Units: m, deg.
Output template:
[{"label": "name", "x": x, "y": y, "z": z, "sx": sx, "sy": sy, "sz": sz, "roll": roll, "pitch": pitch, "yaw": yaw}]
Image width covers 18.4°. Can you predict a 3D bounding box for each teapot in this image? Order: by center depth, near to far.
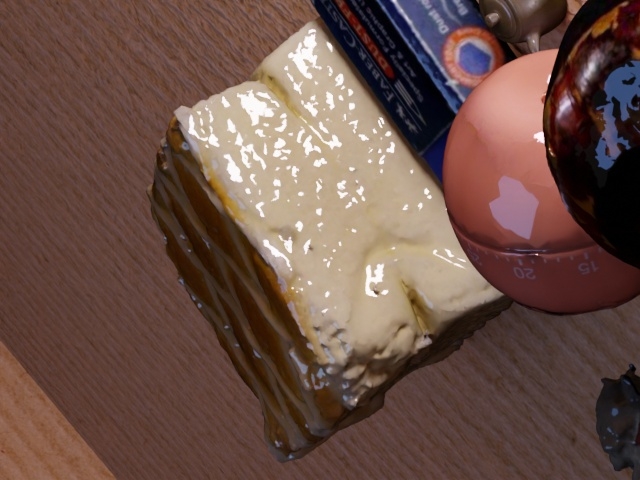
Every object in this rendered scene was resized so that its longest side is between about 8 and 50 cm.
[{"label": "teapot", "x": 0.179, "y": -0.226, "z": 1.860, "sx": 0.121, "sy": 0.068, "sz": 0.076, "roll": 53, "pitch": 156, "yaw": 11}]

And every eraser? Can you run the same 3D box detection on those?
[{"label": "eraser", "x": 0.118, "y": -0.174, "z": 1.998, "sx": 0.332, "sy": 0.101, "sz": 0.155, "roll": 56, "pitch": 157, "yaw": 5}]

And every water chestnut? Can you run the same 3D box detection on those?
[{"label": "water chestnut", "x": 0.309, "y": -0.073, "z": 1.518, "sx": 0.300, "sy": 0.300, "sz": 0.300, "roll": 43, "pitch": 152, "yaw": 30}]

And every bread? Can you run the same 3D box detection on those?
[{"label": "bread", "x": 0.000, "y": 0.000, "z": 2.194, "sx": 0.390, "sy": 0.279, "sz": 0.371, "roll": 59, "pitch": 161, "yaw": 8}]

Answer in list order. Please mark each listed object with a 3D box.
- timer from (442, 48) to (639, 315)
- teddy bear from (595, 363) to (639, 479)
[{"label": "timer", "x": 0.225, "y": -0.052, "z": 1.787, "sx": 0.229, "sy": 0.229, "sz": 0.215, "roll": 33, "pitch": 150, "yaw": 43}, {"label": "teddy bear", "x": 0.391, "y": 0.190, "z": 1.722, "sx": 0.367, "sy": 0.224, "sz": 0.357, "roll": 100, "pitch": 171, "yaw": -51}]
